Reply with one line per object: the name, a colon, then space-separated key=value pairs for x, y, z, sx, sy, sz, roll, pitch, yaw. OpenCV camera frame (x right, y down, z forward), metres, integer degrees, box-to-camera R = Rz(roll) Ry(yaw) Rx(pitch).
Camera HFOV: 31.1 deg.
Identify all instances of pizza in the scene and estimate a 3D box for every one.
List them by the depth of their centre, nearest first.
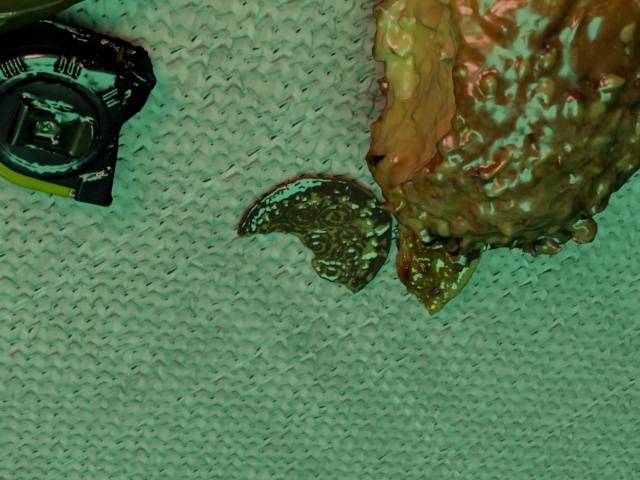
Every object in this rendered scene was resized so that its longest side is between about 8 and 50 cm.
pizza: x=0.149 y=-0.008 z=1.414 sx=0.127 sy=0.058 sz=0.246 roll=4 pitch=120 yaw=-14

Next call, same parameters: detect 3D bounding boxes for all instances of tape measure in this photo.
tape measure: x=-0.285 y=-0.133 z=1.210 sx=0.186 sy=0.112 sz=0.199 roll=14 pitch=119 yaw=-18

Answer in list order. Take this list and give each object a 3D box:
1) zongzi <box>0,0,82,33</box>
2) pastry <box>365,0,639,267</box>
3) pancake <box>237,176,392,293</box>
zongzi: x=-0.298 y=-0.290 z=1.012 sx=0.273 sy=0.145 sz=0.300 roll=-19 pitch=168 yaw=-1
pastry: x=0.218 y=-0.185 z=1.179 sx=0.337 sy=0.292 sz=0.405 roll=-5 pitch=114 yaw=-19
pancake: x=0.000 y=0.000 z=1.413 sx=0.184 sy=0.020 sz=0.191 roll=-19 pitch=124 yaw=1
